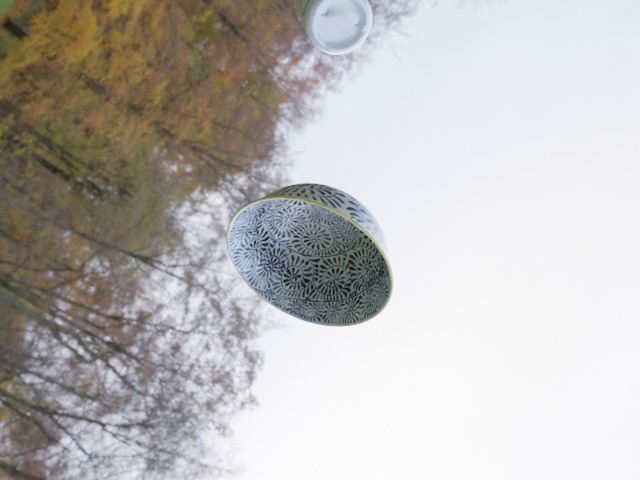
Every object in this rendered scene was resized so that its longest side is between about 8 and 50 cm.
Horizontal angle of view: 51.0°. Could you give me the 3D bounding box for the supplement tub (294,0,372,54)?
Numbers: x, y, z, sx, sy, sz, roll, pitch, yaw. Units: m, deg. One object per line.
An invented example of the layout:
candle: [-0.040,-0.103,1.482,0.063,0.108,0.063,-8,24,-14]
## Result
supplement tub: [0.011,-0.247,0.704,0.071,0.071,0.107,-39,-145,20]

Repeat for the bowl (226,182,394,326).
bowl: [0.000,0.000,0.662,0.170,0.170,0.080,-24,-153,40]
